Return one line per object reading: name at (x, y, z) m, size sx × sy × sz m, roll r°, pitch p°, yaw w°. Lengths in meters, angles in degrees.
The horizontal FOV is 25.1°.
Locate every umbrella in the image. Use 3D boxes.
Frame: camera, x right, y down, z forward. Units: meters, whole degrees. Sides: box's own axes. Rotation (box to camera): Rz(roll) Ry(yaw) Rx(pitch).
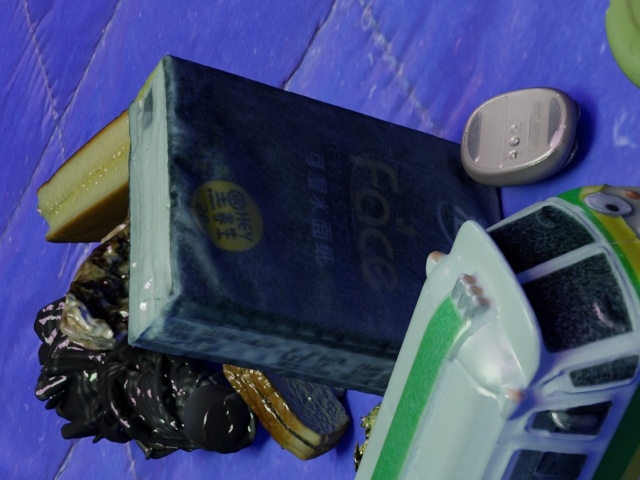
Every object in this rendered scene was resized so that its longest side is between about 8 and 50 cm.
umbrella at (-0.172, 0.140, 1.307) m, size 0.336 × 0.128 × 0.154 m, roll 35°, pitch 104°, yaw 56°

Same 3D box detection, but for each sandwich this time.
sandwich at (-0.015, 0.115, 1.102) m, size 0.105 × 0.093 × 0.036 m, roll 54°, pitch 128°, yaw 16°
sandwich at (-0.204, -0.061, 1.503) m, size 0.244 × 0.088 × 0.090 m, roll -29°, pitch 60°, yaw 47°

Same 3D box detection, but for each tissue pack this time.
tissue pack at (0.000, 0.000, 0.940) m, size 0.081 × 0.257 × 0.185 m, roll -42°, pitch 43°, yaw 46°

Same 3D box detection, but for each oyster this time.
oyster at (-0.152, 0.011, 1.287) m, size 0.214 × 0.083 × 0.223 m, roll -34°, pitch 26°, yaw -19°

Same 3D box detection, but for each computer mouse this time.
computer mouse at (0.137, -0.067, 0.964) m, size 0.096 × 0.039 × 0.066 m, roll -9°, pitch 68°, yaw 43°

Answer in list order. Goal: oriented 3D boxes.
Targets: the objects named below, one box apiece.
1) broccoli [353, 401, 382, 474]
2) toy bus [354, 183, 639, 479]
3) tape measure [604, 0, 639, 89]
broccoli at (0.051, 0.152, 0.957) m, size 0.097 × 0.095 × 0.092 m, roll 44°, pitch 105°, yaw 26°
toy bus at (0.112, 0.107, 0.750) m, size 0.133 × 0.165 × 0.276 m, roll -116°, pitch 33°, yaw -48°
tape measure at (0.228, -0.143, 0.797) m, size 0.154 × 0.087 × 0.177 m, roll -56°, pitch 32°, yaw 29°
